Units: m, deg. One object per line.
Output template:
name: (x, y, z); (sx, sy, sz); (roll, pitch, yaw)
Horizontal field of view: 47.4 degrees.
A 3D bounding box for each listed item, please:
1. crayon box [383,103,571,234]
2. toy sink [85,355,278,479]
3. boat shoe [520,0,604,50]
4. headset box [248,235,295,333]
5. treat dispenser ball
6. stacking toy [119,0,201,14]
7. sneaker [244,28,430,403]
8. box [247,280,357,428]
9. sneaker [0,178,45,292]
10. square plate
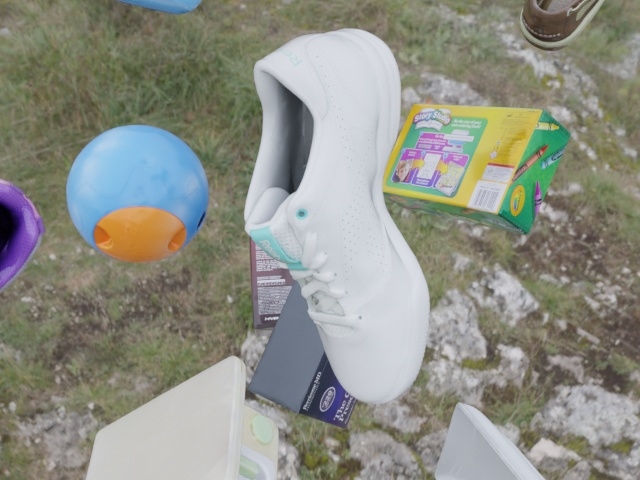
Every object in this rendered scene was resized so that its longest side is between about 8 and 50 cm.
crayon box: (0.226, -0.119, 1.132); (0.278, 0.081, 0.166); (18, 82, 54)
toy sink: (-0.127, 0.250, 0.761); (0.234, 0.131, 0.153); (-33, 37, 27)
boat shoe: (0.299, -0.325, 0.759); (0.095, 0.095, 0.258); (29, 93, 19)
headset box: (-0.104, 0.061, 1.653); (0.110, 0.218, 0.294); (-3, 79, -5)
treat dispenser ball: (-0.378, -0.096, 1.519); (0.287, 0.288, 0.288); (1, 53, -1)
stacking toy: (-0.019, -0.218, 0.263); (0.301, 0.165, 0.175); (-9, 85, 35)
sneaker: (0.000, 0.000, 0.390); (0.080, 0.212, 0.094); (3, 19, 38)
box: (0.017, 0.145, 1.143); (0.103, 0.184, 0.261); (17, 78, 33)
sneaker: (-0.236, 0.033, 0.367); (0.104, 0.095, 0.236); (0, 35, 39)
square plate: (0.326, 0.453, 1.181); (0.049, 0.347, 0.344); (-31, 58, -19)
